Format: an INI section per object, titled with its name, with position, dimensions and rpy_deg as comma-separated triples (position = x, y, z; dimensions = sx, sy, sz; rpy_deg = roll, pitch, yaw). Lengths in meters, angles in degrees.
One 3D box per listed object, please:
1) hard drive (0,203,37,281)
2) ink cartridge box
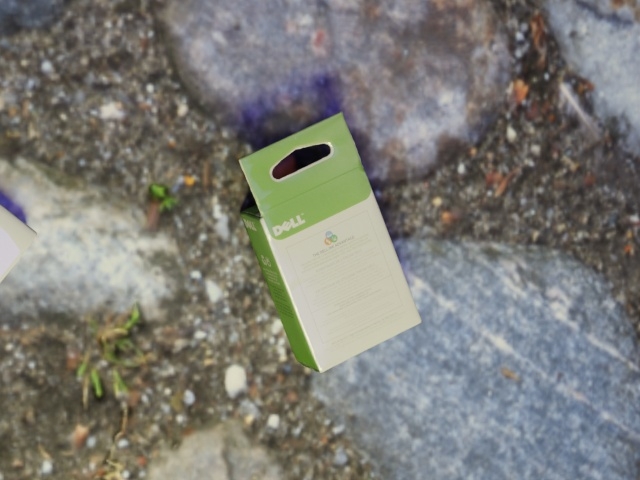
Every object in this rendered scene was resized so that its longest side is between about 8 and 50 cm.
[hard drive]
position = -0.419, -0.022, 1.440
dimensions = 0.319, 0.040, 0.210
rpy_deg = 40, 82, -20
[ink cartridge box]
position = 0.000, 0.000, 1.592
dimensions = 0.109, 0.062, 0.209
rpy_deg = -25, 105, -16
